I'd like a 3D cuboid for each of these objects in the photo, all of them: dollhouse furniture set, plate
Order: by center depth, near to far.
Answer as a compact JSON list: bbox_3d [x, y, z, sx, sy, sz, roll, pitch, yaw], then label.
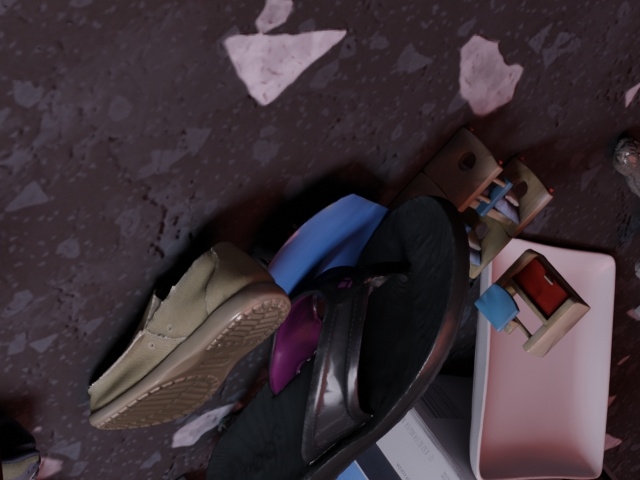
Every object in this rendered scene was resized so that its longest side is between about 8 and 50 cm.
[{"bbox_3d":[0.187,0.001,1.656,0.129,0.184,0.129,-48,147,15],"label":"dollhouse furniture set"},{"bbox_3d":[0.256,0.143,1.919,0.277,0.045,0.278,8,85,-49],"label":"plate"}]

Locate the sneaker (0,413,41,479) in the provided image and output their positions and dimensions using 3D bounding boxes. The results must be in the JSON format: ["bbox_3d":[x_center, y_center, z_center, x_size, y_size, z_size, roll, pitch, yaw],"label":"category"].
[{"bbox_3d":[-0.303,0.236,1.540,0.121,0.111,0.300,-47,154,-5],"label":"sneaker"}]

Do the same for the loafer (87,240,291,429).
[{"bbox_3d":[-0.132,0.094,1.548,0.102,0.092,0.268,8,142,-48],"label":"loafer"}]

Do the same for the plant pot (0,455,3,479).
[{"bbox_3d":[-0.399,0.185,1.249,0.267,0.236,0.267,10,124,-50],"label":"plant pot"}]

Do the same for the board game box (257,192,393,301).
[{"bbox_3d":[0.000,0.000,1.612,0.133,0.033,0.168,-47,155,12],"label":"board game box"}]

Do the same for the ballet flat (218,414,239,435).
[{"bbox_3d":[-0.061,0.208,1.806,0.114,0.041,0.041,-8,137,-40],"label":"ballet flat"}]

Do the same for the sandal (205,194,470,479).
[{"bbox_3d":[-0.002,0.140,1.620,0.107,0.167,0.446,14,122,-38],"label":"sandal"}]

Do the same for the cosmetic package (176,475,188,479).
[{"bbox_3d":[-0.141,0.389,1.863,0.127,0.107,0.238,-34,135,-7],"label":"cosmetic package"}]

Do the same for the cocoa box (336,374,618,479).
[{"bbox_3d":[0.172,0.323,2.002,0.347,0.231,0.228,9,126,-50],"label":"cocoa box"}]

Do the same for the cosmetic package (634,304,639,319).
[{"bbox_3d":[0.518,0.142,2.251,0.060,0.099,0.239,-45,147,9],"label":"cosmetic package"}]

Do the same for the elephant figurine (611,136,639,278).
[{"bbox_3d":[0.450,-0.049,1.908,0.186,0.169,0.239,-50,143,-40],"label":"elephant figurine"}]
